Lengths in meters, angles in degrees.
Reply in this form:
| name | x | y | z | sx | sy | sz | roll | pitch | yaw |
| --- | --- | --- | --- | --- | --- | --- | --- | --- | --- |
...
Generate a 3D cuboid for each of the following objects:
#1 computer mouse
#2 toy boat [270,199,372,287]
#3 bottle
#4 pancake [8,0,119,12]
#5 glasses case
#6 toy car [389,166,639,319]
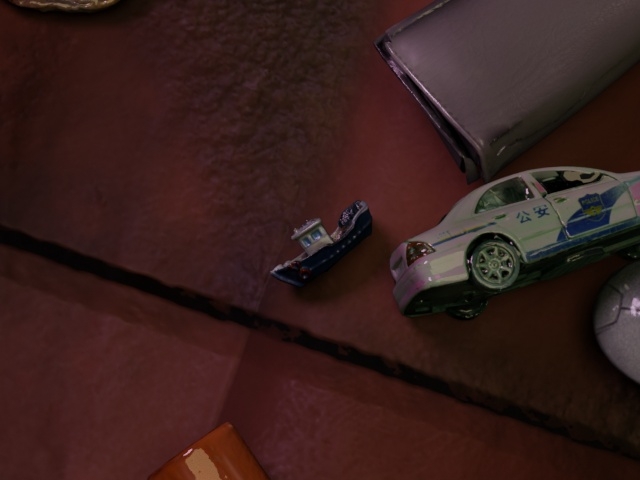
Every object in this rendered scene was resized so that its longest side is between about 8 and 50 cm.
| name | x | y | z | sx | sy | sz | roll | pitch | yaw |
| --- | --- | --- | --- | --- | --- | --- | --- | --- | --- |
| computer mouse | 0.296 | 0.076 | 0.952 | 0.229 | 0.068 | 0.113 | 16 | 80 | -9 |
| toy boat | 0.000 | 0.000 | 0.948 | 0.083 | 0.038 | 0.038 | -40 | 84 | -16 |
| bottle | -0.033 | 0.206 | 0.870 | 0.069 | 0.069 | 0.187 | -32 | 83 | -16 |
| pancake | -0.181 | -0.230 | 0.988 | 0.158 | 0.028 | 0.158 | 3 | 77 | -11 |
| glasses case | 0.176 | -0.168 | 1.001 | 0.308 | 0.083 | 0.128 | -39 | 78 | -17 |
| toy car | 0.154 | -0.008 | 0.949 | 0.224 | 0.090 | 0.076 | -18 | 76 | -13 |
